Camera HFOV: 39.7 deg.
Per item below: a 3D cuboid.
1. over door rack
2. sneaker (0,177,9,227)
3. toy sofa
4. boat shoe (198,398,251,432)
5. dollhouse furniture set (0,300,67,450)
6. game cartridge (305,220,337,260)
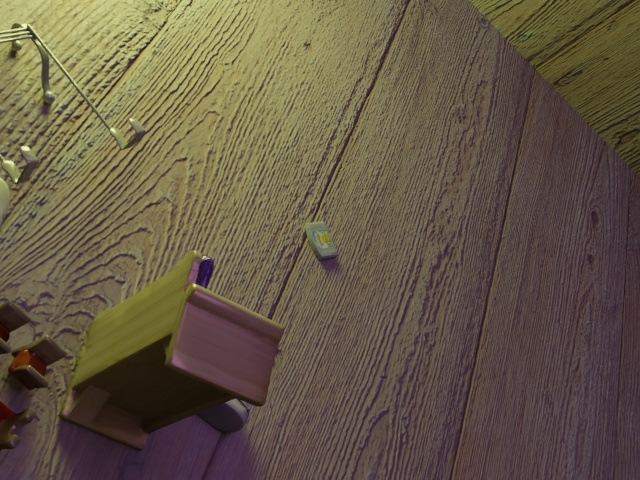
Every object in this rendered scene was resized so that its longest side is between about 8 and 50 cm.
[{"bbox_3d":[-0.485,-0.215,1.419,0.324,0.108,0.239,42,38,15],"label":"over door rack"},{"bbox_3d":[-0.508,-0.001,1.290,0.085,0.086,0.237,53,40,-39],"label":"sneaker"},{"bbox_3d":[-0.215,0.167,1.265,0.150,0.362,0.177,30,53,-26],"label":"toy sofa"},{"bbox_3d":[-0.208,0.199,1.454,0.267,0.096,0.088,44,38,-16],"label":"boat shoe"},{"bbox_3d":[-0.512,0.192,1.171,0.259,0.135,0.262,50,40,-25],"label":"dollhouse furniture set"},{"bbox_3d":[0.000,0.000,1.839,0.056,0.017,0.083,-12,73,-43],"label":"game cartridge"}]
